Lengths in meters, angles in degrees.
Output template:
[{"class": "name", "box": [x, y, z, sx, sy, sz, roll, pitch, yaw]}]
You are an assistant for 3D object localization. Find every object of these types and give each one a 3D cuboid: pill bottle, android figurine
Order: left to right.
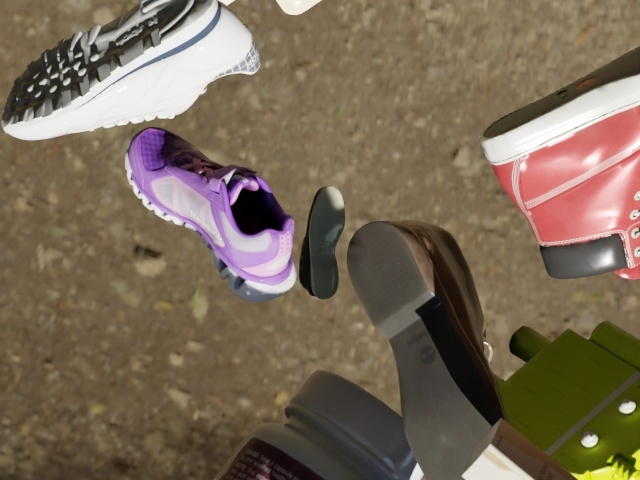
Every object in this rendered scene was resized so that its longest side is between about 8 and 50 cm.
[{"class": "pill bottle", "box": [-0.048, 0.367, 1.679, 0.224, 0.392, 0.224, 34, 163, 12]}, {"class": "android figurine", "box": [0.299, 0.199, 1.636, 0.248, 0.273, 0.056, -35, 130, -17]}]

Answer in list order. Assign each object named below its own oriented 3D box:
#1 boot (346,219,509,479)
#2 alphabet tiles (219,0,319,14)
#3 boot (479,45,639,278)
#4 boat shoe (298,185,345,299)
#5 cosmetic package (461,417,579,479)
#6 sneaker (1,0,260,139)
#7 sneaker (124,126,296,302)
[{"class": "boot", "box": [0.133, 0.120, 1.294, 0.112, 0.305, 0.115, -28, 166, 38]}, {"class": "alphabet tiles", "box": [-0.042, -0.346, 1.298, 0.278, 0.021, 0.284, -34, 132, 6]}, {"class": "boot", "box": [0.282, -0.067, 1.176, 0.244, 0.088, 0.176, -26, 104, 16]}, {"class": "boat shoe", "box": [-0.002, 0.000, 1.593, 0.049, 0.042, 0.133, -6, 107, -32]}, {"class": "cosmetic package", "box": [0.178, 0.206, 1.143, 0.115, 0.060, 0.041, 38, 113, 2]}, {"class": "sneaker", "box": [-0.166, -0.132, 1.176, 0.235, 0.090, 0.095, -21, 141, 21]}, {"class": "sneaker", "box": [-0.107, -0.048, 1.437, 0.236, 0.095, 0.104, 43, 145, 17]}]
